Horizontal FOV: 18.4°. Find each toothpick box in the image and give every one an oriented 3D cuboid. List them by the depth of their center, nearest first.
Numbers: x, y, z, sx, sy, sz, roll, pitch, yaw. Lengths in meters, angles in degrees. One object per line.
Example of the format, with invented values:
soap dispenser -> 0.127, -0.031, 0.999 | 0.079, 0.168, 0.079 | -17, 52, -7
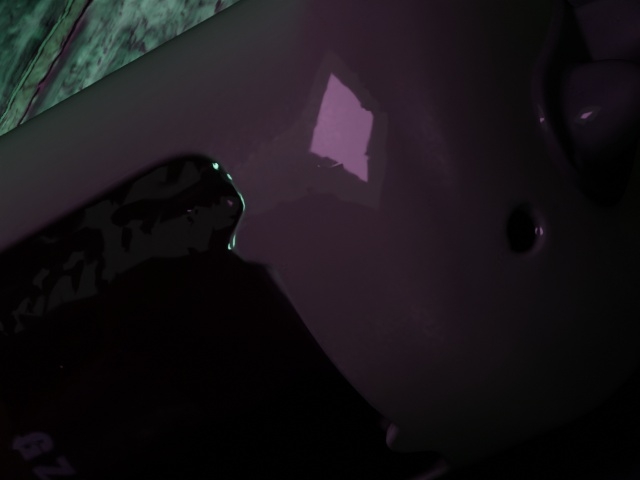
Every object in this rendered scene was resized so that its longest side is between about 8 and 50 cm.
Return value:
toothpick box -> 0.000, 0.000, 0.790 | 0.316, 0.229, 0.229 | -27, 47, 29
